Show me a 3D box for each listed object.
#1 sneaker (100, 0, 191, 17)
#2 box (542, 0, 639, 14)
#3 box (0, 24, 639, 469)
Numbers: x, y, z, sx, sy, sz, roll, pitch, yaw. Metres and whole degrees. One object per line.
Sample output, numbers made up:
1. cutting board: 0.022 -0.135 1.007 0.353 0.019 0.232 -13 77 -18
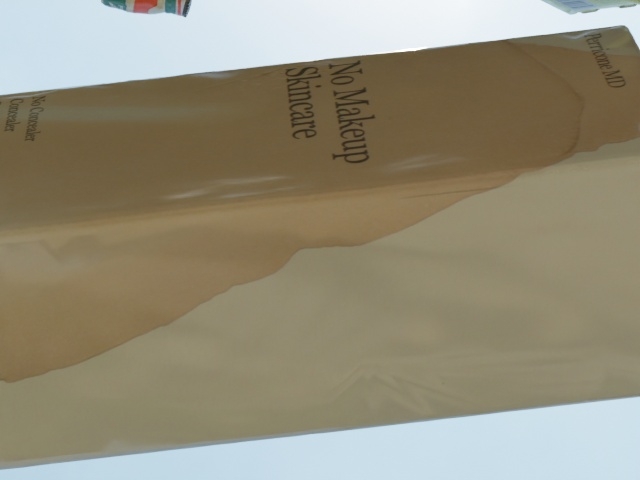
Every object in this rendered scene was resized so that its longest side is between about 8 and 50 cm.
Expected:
1. sneaker: -0.130 -0.238 1.352 0.075 0.057 0.161 -2 -101 -6
2. box: 0.214 -0.282 1.349 0.058 0.087 0.232 20 -99 -33
3. box: 0.000 0.000 0.835 0.148 0.311 0.121 -100 3 -61
